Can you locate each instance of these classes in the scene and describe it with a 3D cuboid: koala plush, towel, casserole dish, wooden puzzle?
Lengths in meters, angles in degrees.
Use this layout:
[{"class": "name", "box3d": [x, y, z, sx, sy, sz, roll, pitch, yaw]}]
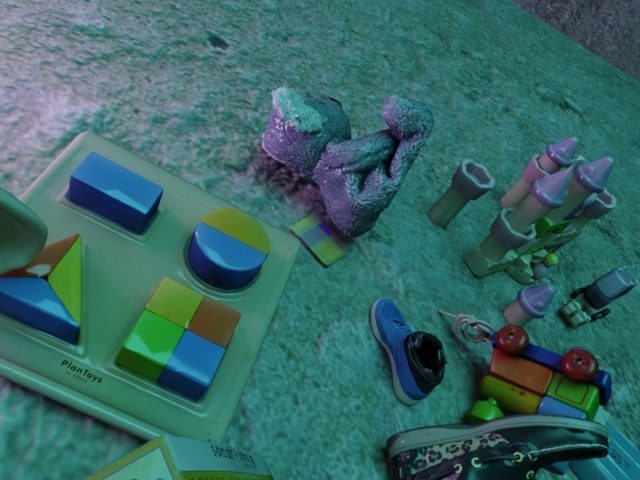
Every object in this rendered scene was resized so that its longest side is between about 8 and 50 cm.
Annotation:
[{"class": "koala plush", "box3d": [0.014, -0.137, 0.819, 0.221, 0.196, 0.203, 29, 76, -6]}, {"class": "towel", "box3d": [0.000, 0.000, 0.814, 0.083, 0.009, 0.060, 46, 45, 12]}, {"class": "casserole dish", "box3d": [0.424, 0.327, 0.769, 0.188, 0.037, 0.114, 47, 44, 14]}, {"class": "wooden puzzle", "box3d": [-0.198, 0.026, 0.620, 0.322, 0.080, 0.347, 27, 44, -8]}]

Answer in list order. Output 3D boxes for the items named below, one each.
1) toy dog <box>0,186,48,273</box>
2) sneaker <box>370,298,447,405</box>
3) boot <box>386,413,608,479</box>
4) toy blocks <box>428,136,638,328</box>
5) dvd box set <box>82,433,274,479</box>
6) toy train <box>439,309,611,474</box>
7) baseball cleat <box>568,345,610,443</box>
[{"class": "toy dog", "box3d": [-0.463, -0.149, 0.395, 0.285, 0.395, 0.408, -29, 72, -10]}, {"class": "sneaker", "box3d": [0.118, 0.128, 0.719, 0.058, 0.084, 0.152, 8, 49, -26]}, {"class": "boot", "box3d": [0.192, 0.283, 0.570, 0.236, 0.085, 0.178, -10, 51, 13]}, {"class": "toy blocks", "box3d": [0.409, -0.038, 0.914, 0.289, 0.260, 0.309, -10, 59, -38]}, {"class": "dvd box set", "box3d": [0.010, 0.332, 0.334, 0.062, 0.307, 0.420, -29, 67, -8]}, {"class": "toy train", "box3d": [0.237, 0.193, 0.737, 0.248, 0.105, 0.143, 19, 61, 38]}, {"class": "baseball cleat", "box3d": [0.357, 0.214, 0.801, 0.110, 0.072, 0.206, 11, 25, 12]}]
